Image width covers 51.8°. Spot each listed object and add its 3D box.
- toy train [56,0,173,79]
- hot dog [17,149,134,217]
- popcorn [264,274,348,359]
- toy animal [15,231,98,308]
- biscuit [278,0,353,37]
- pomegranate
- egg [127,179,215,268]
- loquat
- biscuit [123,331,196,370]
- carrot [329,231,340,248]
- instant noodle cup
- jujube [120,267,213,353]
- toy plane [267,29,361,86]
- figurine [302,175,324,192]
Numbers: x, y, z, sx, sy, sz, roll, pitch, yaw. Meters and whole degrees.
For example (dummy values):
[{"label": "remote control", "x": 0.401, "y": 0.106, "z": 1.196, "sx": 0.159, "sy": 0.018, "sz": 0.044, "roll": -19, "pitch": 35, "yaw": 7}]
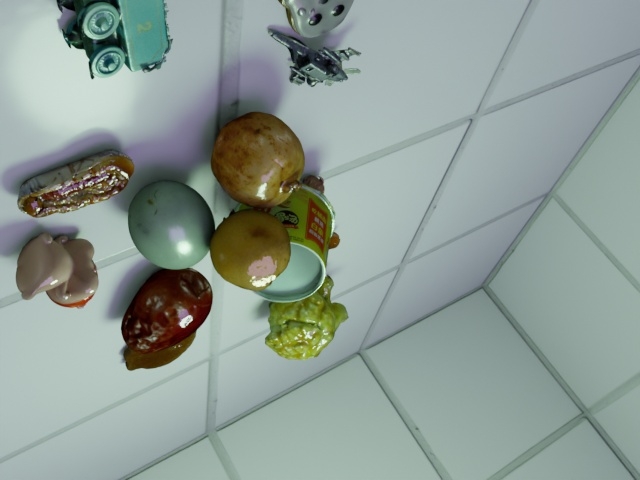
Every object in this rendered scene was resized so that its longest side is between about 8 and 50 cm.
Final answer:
[{"label": "toy train", "x": -0.348, "y": -0.377, "z": 1.119, "sx": 0.163, "sy": 0.112, "sz": 0.203, "roll": -31, "pitch": 157, "yaw": -24}, {"label": "hot dog", "x": -0.522, "y": -0.119, "z": 1.414, "sx": 0.252, "sy": 0.069, "sz": 0.131, "roll": -24, "pitch": 155, "yaw": -21}, {"label": "popcorn", "x": -0.070, "y": 0.309, "z": 2.539, "sx": 0.335, "sy": 0.274, "sz": 0.279, "roll": -49, "pitch": -176, "yaw": 28}, {"label": "toy animal", "x": -0.612, "y": 0.077, "z": 1.559, "sx": 0.171, "sy": 0.171, "sz": 0.197, "roll": -39, "pitch": 153, "yaw": 10}, {"label": "biscuit", "x": 0.005, "y": -0.513, "z": 1.395, "sx": 0.181, "sy": 0.049, "sz": 0.208, "roll": -33, "pitch": 155, "yaw": -2}, {"label": "pomegranate", "x": -0.145, "y": -0.188, "z": 1.582, "sx": 0.248, "sy": 0.248, "sz": 0.248, "roll": -28, "pitch": 155, "yaw": -14}, {"label": "egg", "x": -0.362, "y": -0.036, "z": 1.610, "sx": 0.203, "sy": 0.203, "sz": 0.283, "roll": -33, "pitch": 159, "yaw": -5}, {"label": "loquat", "x": -0.172, "y": 0.020, "z": 1.613, "sx": 0.208, "sy": 0.208, "sz": 0.208, "roll": -28, "pitch": 155, "yaw": -14}, {"label": "biscuit", "x": -0.555, "y": 0.359, "z": 2.287, "sx": 0.257, "sy": 0.049, "sz": 0.273, "roll": -3, "pitch": 140, "yaw": -46}, {"label": "carrot", "x": 0.000, "y": 0.000, "z": 2.303, "sx": 0.087, "sy": 0.087, "sz": 0.193, "roll": -41, "pitch": 157, "yaw": 15}, {"label": "instant noodle cup", "x": -0.100, "y": 0.016, "z": 1.864, "sx": 0.311, "sy": 0.222, "sz": 0.311, "roll": -2, "pitch": 132, "yaw": -2}, {"label": "jujube", "x": -0.463, "y": 0.211, "z": 1.963, "sx": 0.318, "sy": 0.223, "sz": 0.223, "roll": -40, "pitch": 157, "yaw": 30}, {"label": "toy plane", "x": -0.025, "y": -0.410, "z": 1.503, "sx": 0.192, "sy": 0.088, "sz": 0.262, "roll": -18, "pitch": 166, "yaw": 38}, {"label": "figurine", "x": -0.047, "y": -0.126, "z": 1.972, "sx": 0.157, "sy": 0.126, "sz": 0.114, "roll": -35, "pitch": -161, "yaw": 3}]
